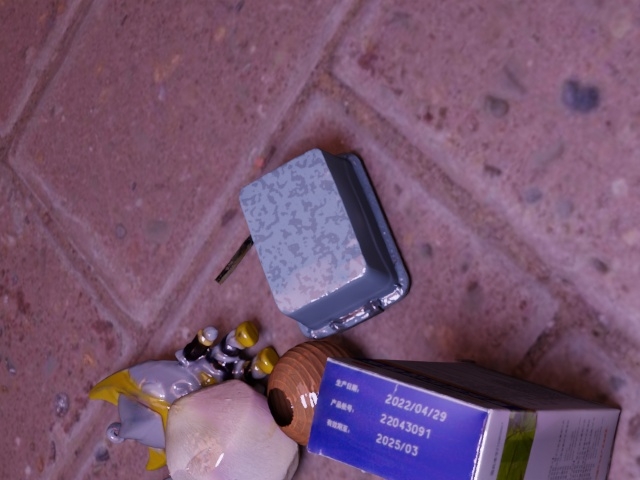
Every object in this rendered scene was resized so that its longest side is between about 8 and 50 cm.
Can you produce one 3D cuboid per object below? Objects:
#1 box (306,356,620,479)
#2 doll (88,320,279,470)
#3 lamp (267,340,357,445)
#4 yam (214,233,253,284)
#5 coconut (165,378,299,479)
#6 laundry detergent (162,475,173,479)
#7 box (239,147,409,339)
[{"bbox_3d":[0.160,0.200,1.213,0.200,0.299,0.106,14,93,39],"label":"box"},{"bbox_3d":[-0.192,0.221,1.626,0.316,0.145,0.103,-33,33,25],"label":"doll"},{"bbox_3d":[-0.001,0.194,1.453,0.136,0.136,0.136,-4,83,38],"label":"lamp"},{"bbox_3d":[-0.118,0.024,1.635,0.107,0.014,0.014,-50,58,23],"label":"yam"},{"bbox_3d":[-0.126,0.268,1.498,0.171,0.183,0.171,-40,30,29],"label":"coconut"},{"bbox_3d":[-0.113,0.515,1.516,0.398,0.125,0.264,30,103,35],"label":"laundry detergent"},{"bbox_3d":[0.000,0.000,1.470,0.162,0.130,0.227,-28,69,17],"label":"box"}]
